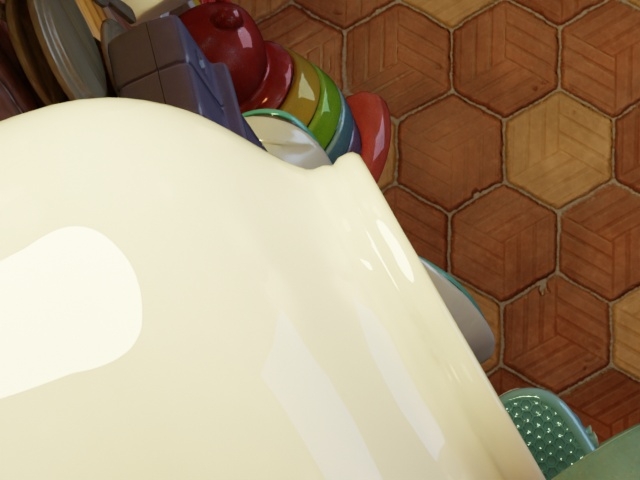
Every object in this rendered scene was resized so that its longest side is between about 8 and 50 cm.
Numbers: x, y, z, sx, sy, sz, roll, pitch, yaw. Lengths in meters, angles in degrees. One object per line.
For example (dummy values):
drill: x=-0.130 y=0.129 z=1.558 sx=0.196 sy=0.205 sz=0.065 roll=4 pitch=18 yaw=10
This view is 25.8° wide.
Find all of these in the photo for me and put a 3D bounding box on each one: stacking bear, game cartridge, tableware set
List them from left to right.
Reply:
tableware set: x=-0.136 y=-0.094 z=0.795 sx=0.194 sy=0.039 sz=0.128 roll=30 pitch=40 yaw=-77
stacking bear: x=-0.063 y=-0.147 z=1.494 sx=0.289 sy=0.175 sz=0.164 roll=44 pitch=32 yaw=-46
game cartridge: x=-0.019 y=0.045 z=0.875 sx=0.355 sy=0.068 sz=0.230 roll=55 pitch=13 yaw=-60

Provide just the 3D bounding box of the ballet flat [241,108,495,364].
ballet flat: x=0.024 y=0.047 z=1.261 sx=0.400 sy=0.139 sz=0.139 roll=46 pitch=11 yaw=-39

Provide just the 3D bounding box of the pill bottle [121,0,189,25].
pill bottle: x=-0.181 y=-0.380 z=1.183 sx=0.363 sy=0.210 sz=0.210 roll=60 pitch=3 yaw=-7

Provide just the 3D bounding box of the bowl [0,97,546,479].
bowl: x=-0.011 y=0.067 z=0.429 sx=0.297 sy=0.134 sz=0.298 roll=60 pitch=2 yaw=-4

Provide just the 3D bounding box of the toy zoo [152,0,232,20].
toy zoo: x=-0.141 y=-0.245 z=1.641 sx=0.192 sy=0.030 sz=0.293 roll=-87 pitch=154 yaw=-43

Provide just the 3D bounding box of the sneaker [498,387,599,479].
sneaker: x=0.276 y=0.288 z=1.441 sx=0.319 sy=0.127 sz=0.208 roll=63 pitch=6 yaw=5

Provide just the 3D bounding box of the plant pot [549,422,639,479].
plant pot: x=0.264 y=0.322 z=0.960 sx=0.334 sy=0.341 sz=0.341 roll=53 pitch=0 yaw=25
